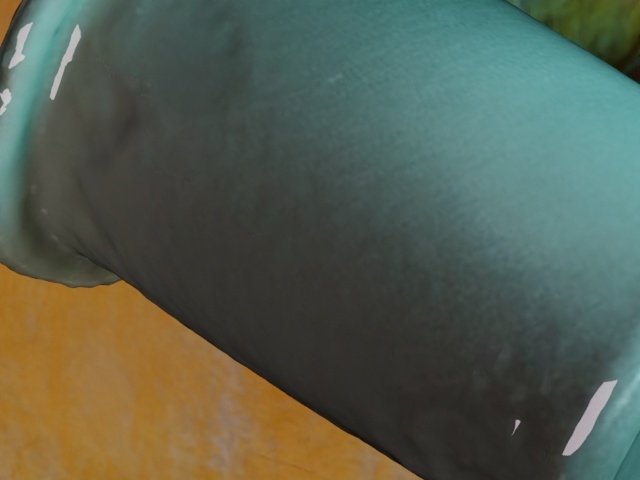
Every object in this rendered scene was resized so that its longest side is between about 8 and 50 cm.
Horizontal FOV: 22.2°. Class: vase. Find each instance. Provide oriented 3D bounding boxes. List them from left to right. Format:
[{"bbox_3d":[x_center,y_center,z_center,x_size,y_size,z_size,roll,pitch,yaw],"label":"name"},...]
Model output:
[{"bbox_3d":[0.040,-0.010,0.688,0.291,0.245,0.245,34,130,23],"label":"vase"}]

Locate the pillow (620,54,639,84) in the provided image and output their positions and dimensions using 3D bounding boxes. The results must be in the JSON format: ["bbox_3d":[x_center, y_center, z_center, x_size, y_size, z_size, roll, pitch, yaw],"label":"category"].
[{"bbox_3d":[0.155,-0.003,0.788,0.179,0.075,0.171,-22,108,34],"label":"pillow"}]
